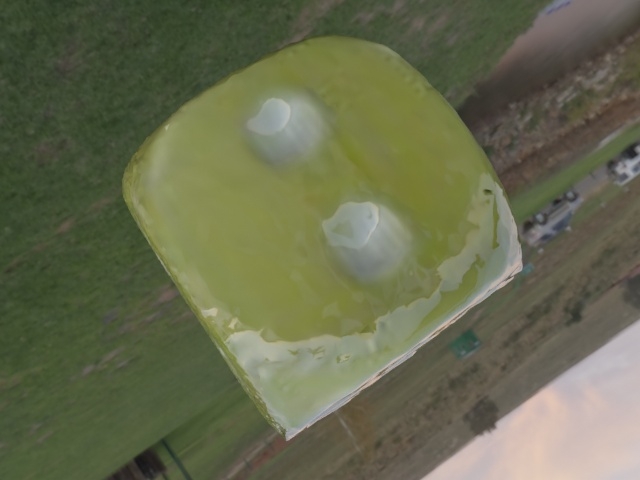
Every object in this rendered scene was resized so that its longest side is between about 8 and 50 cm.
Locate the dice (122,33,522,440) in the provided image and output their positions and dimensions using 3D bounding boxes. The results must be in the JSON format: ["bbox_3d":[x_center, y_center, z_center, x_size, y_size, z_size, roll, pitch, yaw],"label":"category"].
[{"bbox_3d":[0.000,0.000,0.442,0.169,0.169,0.166,-33,168,-11],"label":"dice"}]
